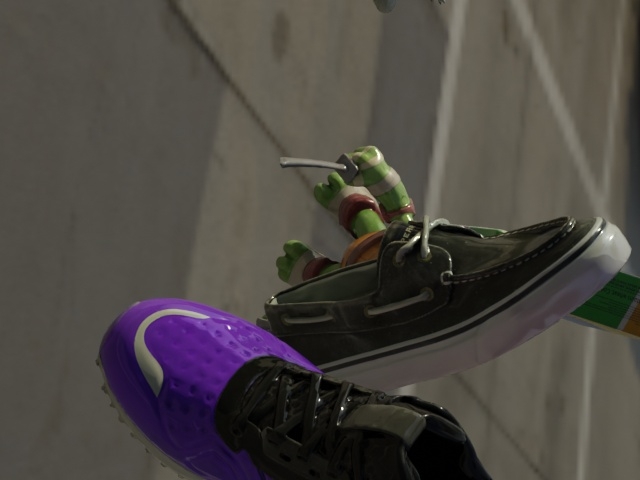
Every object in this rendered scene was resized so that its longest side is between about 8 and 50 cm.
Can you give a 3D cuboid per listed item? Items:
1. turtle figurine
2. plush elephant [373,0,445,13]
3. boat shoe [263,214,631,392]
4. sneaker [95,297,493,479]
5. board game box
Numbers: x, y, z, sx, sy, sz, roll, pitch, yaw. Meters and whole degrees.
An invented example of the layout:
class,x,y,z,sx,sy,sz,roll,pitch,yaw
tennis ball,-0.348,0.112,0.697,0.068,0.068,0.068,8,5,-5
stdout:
class,x,y,z,sx,sy,sz,roll,pitch,yaw
turtle figurine,0.000,0.000,1.544,0.266,0.275,0.197,-142,-131,-75
plush elephant,0.073,-0.385,1.626,0.272,0.330,0.255,-55,-169,-11
boat shoe,0.083,0.040,1.245,0.119,0.335,0.121,59,33,-8
sneaker,0.011,0.114,0.875,0.102,0.293,0.146,-53,179,-29
board game box,0.265,0.048,1.837,0.316,0.242,0.064,-169,-83,-80
